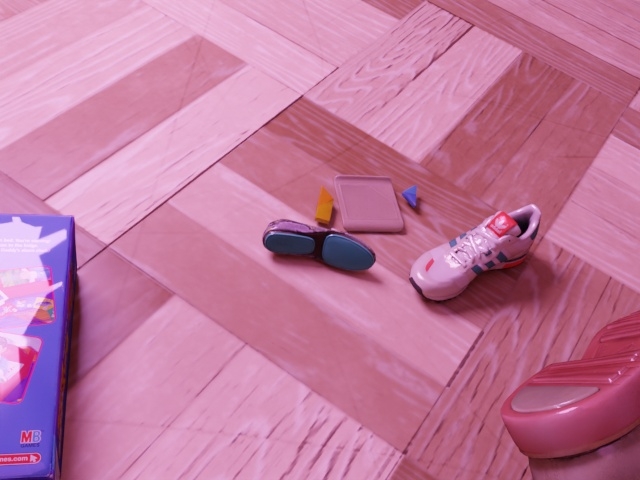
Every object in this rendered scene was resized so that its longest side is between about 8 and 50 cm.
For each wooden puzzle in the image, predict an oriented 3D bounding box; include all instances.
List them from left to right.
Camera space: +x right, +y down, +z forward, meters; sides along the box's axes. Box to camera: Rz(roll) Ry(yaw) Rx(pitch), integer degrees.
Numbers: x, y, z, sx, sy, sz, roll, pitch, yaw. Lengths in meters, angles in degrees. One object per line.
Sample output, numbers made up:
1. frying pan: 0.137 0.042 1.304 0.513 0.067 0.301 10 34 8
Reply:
1. wooden puzzle: 0.050 -0.039 0.818 0.116 0.014 0.079 6 53 -10

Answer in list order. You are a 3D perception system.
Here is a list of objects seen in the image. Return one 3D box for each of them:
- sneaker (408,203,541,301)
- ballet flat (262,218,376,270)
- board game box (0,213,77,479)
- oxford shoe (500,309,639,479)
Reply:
1. sneaker: 0.159 0.004 0.765 0.161 0.075 0.057 -19 57 -29
2. ballet flat: 0.000 0.000 0.753 0.114 0.041 0.041 12 47 -6
3. board game box: -0.364 0.086 0.549 0.347 0.078 0.233 2 49 -14
4. oxford shoe: 0.316 0.143 0.677 0.397 0.140 0.147 -18 87 -34
